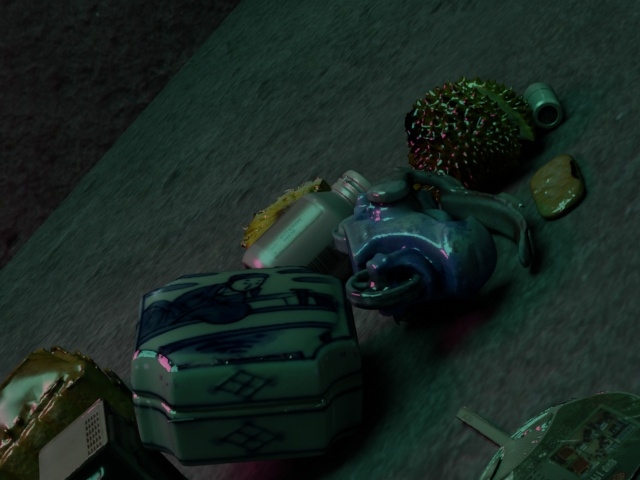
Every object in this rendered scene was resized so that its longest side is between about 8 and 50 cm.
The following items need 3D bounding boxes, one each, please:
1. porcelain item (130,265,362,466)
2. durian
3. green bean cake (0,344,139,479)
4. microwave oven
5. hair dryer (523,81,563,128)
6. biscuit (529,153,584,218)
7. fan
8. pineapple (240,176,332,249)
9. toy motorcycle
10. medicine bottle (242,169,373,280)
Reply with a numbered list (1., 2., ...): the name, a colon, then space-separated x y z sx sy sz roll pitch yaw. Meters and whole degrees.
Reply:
1. porcelain item: -0.091 0.147 1.755 0.281 0.157 0.286 -3 24 0
2. durian: 0.181 -0.146 2.018 0.237 0.138 0.193 -42 39 32
3. green bean cake: -0.457 0.302 2.197 0.310 0.202 0.285 -47 19 -16
4. microwave oven: -0.238 0.320 1.754 0.129 0.205 0.163 -41 21 1
5. hair dryer: 0.291 -0.167 2.049 0.137 0.047 0.082 -41 20 18
6. biscuit: 0.311 -0.072 1.847 0.071 0.018 0.147 -37 21 17
7. fan: 0.235 0.207 1.413 0.223 0.012 0.294 -34 22 19
8. pineapple: -0.069 -0.010 2.330 0.135 0.079 0.233 -17 24 32
9. toy motorcycle: 0.135 -0.011 1.798 0.241 0.182 0.319 -38 19 8
10. medicine bottle: 0.000 0.000 2.089 0.215 0.135 0.135 -44 20 -10
